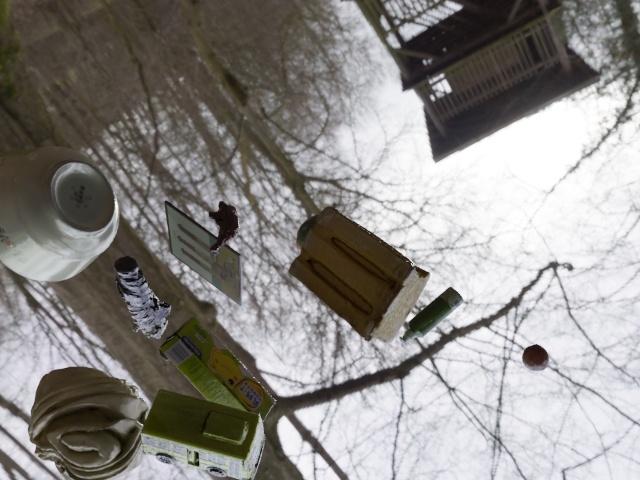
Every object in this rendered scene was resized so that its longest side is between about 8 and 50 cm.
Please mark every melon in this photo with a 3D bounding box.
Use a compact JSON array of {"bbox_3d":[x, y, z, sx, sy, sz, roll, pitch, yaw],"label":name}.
[{"bbox_3d":[0.000,0.000,2.421,0.182,0.182,0.287,-43,174,-18],"label":"melon"}]

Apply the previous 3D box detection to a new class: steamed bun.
[{"bbox_3d":[-0.543,0.439,1.570,0.276,0.289,0.203,-4,166,-38],"label":"steamed bun"}]

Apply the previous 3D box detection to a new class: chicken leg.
[{"bbox_3d":[-0.277,-0.038,1.877,0.090,0.048,0.219,-4,-134,-7],"label":"chicken leg"}]

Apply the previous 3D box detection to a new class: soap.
[{"bbox_3d":[0.081,0.073,1.481,0.315,0.091,0.199,37,-79,43],"label":"soap"}]

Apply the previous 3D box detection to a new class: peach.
[{"bbox_3d":[0.647,0.352,1.959,0.083,0.083,0.083,-29,-157,14],"label":"peach"}]

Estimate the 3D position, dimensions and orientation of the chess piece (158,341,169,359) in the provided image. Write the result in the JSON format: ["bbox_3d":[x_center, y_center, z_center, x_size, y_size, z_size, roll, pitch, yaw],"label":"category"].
[{"bbox_3d":[-0.450,0.334,2.096,0.059,0.059,0.149,-22,-179,30],"label":"chess piece"}]

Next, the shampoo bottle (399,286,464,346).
[{"bbox_3d":[0.298,0.213,1.780,0.204,0.065,0.065,-39,-158,-9],"label":"shampoo bottle"}]

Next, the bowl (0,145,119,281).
[{"bbox_3d":[-0.433,-0.056,1.089,0.126,0.237,0.237,-16,-151,33],"label":"bowl"}]

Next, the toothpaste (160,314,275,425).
[{"bbox_3d":[-0.261,0.346,1.672,0.077,0.327,0.110,-38,-173,26],"label":"toothpaste"}]

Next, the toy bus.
[{"bbox_3d":[-0.261,0.440,1.473,0.262,0.150,0.128,13,-132,3],"label":"toy bus"}]

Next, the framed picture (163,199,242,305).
[{"bbox_3d":[-0.359,0.041,2.004,0.324,0.244,0.013,33,-128,23],"label":"framed picture"}]

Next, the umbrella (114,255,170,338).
[{"bbox_3d":[-0.483,0.146,1.769,0.113,0.357,0.106,24,-122,14],"label":"umbrella"}]

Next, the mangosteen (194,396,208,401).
[{"bbox_3d":[-0.376,0.583,2.044,0.200,0.199,0.200,-29,-157,14],"label":"mangosteen"}]
